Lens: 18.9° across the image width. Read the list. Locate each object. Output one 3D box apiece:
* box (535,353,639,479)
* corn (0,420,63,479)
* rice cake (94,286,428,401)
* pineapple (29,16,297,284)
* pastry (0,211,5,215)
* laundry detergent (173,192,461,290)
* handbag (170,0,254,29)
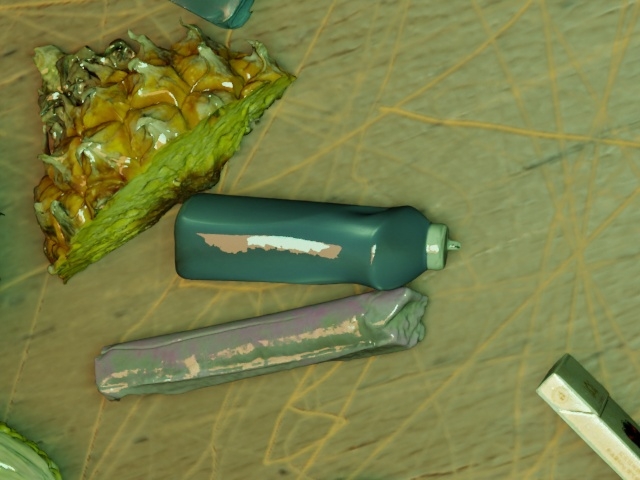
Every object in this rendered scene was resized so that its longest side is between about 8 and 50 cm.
[{"bbox_3d":[0.224,0.154,1.383,0.167,0.090,0.024,46,103,5],"label":"box"},{"bbox_3d":[-0.346,0.158,1.495,0.305,0.123,0.122,24,96,10],"label":"corn"},{"bbox_3d":[-0.048,0.080,1.457,0.270,0.055,0.049,-12,88,16],"label":"rice cake"},{"bbox_3d":[-0.161,-0.093,1.427,0.250,0.140,0.164,-33,86,17],"label":"pineapple"},{"bbox_3d":[-0.354,-0.014,1.412,0.193,0.275,0.275,-36,86,36],"label":"pastry"},{"bbox_3d":[0.000,0.001,1.420,0.206,0.096,0.061,3,102,9],"label":"laundry detergent"},{"bbox_3d":[-0.125,-0.267,1.446,0.221,0.057,0.144,30,96,9],"label":"handbag"}]
